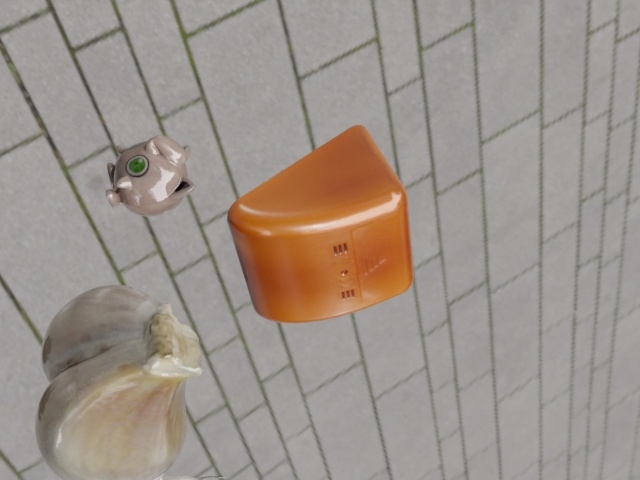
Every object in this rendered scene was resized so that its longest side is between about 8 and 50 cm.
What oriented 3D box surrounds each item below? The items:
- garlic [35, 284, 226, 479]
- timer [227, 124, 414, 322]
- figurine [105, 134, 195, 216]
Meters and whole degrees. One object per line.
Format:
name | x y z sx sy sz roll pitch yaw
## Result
garlic | -0.291 0.220 1.340 0.246 0.231 0.340 -15 136 -12
timer | 0.000 0.000 1.381 0.250 0.161 0.257 -22 140 -10
figurine | -0.261 -0.099 1.420 0.138 0.125 0.125 -15 138 4
